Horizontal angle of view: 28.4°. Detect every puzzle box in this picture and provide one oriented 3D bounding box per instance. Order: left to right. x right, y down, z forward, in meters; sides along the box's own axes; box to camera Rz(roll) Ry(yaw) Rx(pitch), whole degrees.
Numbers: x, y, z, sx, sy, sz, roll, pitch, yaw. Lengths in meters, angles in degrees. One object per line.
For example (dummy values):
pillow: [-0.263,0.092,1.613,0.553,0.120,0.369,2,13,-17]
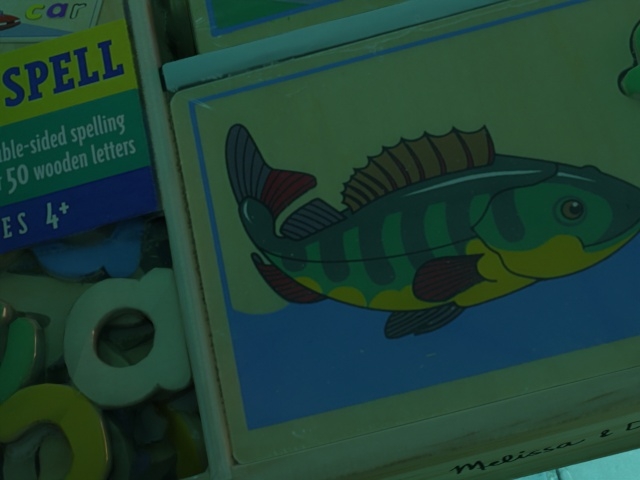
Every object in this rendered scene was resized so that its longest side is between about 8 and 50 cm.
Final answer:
puzzle box: [0.058,-0.069,0.392,0.052,0.408,0.272,68,8,-64]
